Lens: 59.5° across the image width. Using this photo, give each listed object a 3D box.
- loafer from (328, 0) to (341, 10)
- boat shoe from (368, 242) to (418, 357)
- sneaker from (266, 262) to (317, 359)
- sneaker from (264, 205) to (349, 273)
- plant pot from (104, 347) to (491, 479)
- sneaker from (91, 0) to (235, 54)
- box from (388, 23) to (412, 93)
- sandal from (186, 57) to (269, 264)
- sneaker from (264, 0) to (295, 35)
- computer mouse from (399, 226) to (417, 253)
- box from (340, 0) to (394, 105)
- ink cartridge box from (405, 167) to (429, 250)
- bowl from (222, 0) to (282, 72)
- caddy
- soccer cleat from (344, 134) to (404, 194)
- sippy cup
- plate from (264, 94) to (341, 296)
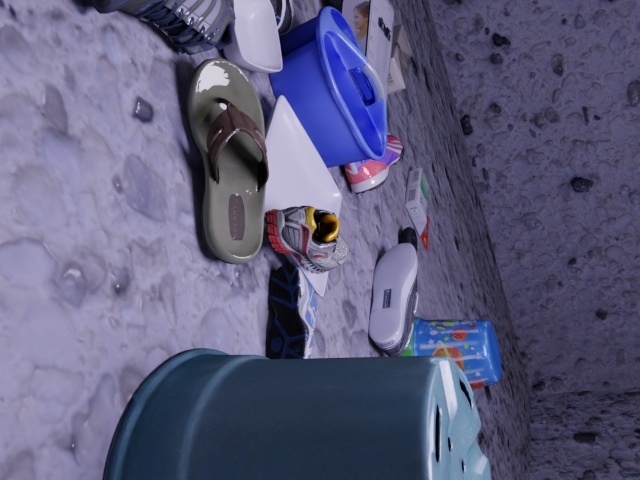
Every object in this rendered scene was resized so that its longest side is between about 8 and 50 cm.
[{"bbox_3d":[0.060,-0.763,1.523,0.111,0.111,0.320,34,56,-63],"label":"loafer"},{"bbox_3d":[0.192,0.144,1.372,0.102,0.108,0.301,55,35,-39],"label":"boat shoe"},{"bbox_3d":[-0.035,0.144,0.915,0.081,0.080,0.211,39,46,-49],"label":"sneaker"},{"bbox_3d":[0.000,0.000,0.938,0.225,0.092,0.088,24,57,-61],"label":"sneaker"},{"bbox_3d":[0.004,0.276,0.638,0.341,0.333,0.342,41,43,-54],"label":"plant pot"},{"bbox_3d":[-0.193,-0.321,0.772,0.300,0.111,0.121,-44,122,-60],"label":"sneaker"},{"bbox_3d":[0.224,-0.580,1.791,0.113,0.094,0.275,60,31,-34],"label":"box"},{"bbox_3d":[-0.117,-0.119,0.808,0.120,0.086,0.303,-4,82,-33],"label":"sandal"},{"bbox_3d":[-0.112,-0.504,1.057,0.121,0.079,0.217,-35,111,-63],"label":"sneaker"},{"bbox_3d":[0.244,0.070,1.610,0.071,0.041,0.242,49,43,-49],"label":"computer mouse"},{"bbox_3d":[0.114,-0.485,1.438,0.169,0.087,0.290,8,86,-63],"label":"box"},{"bbox_3d":[0.350,-0.103,1.888,0.225,0.056,0.181,56,32,-35],"label":"ink cartridge box"},{"bbox_3d":[-0.130,-0.362,0.975,0.142,0.053,0.142,-11,91,-63],"label":"bowl"},{"bbox_3d":[0.043,-0.316,1.182,0.341,0.179,0.241,55,34,-41],"label":"caddy"},{"bbox_3d":[0.136,-0.229,1.434,0.117,0.108,0.318,64,30,-18],"label":"soccer cleat"},{"bbox_3d":[0.359,0.310,1.509,0.240,0.223,0.306,60,30,-35],"label":"sippy cup"},{"bbox_3d":[-0.049,-0.080,1.032,0.278,0.045,0.277,56,33,-39],"label":"plate"}]
